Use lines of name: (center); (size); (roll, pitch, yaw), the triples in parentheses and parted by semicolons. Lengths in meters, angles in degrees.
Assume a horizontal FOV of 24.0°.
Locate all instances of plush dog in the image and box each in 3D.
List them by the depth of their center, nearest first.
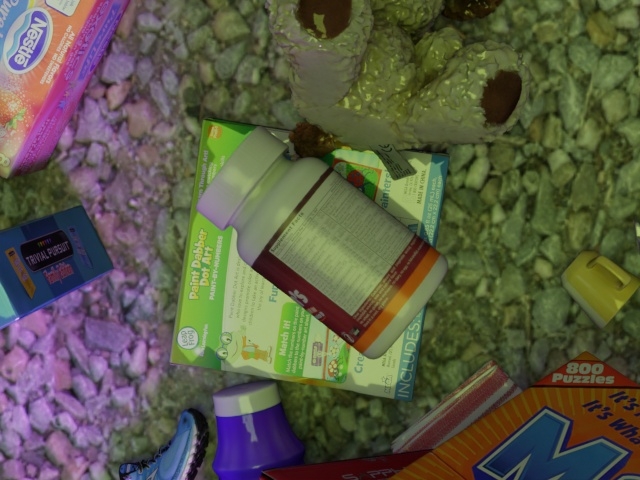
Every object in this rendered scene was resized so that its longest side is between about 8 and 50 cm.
plush dog: (0.052, -0.204, 1.405); (0.262, 0.210, 0.225); (22, 63, -21)

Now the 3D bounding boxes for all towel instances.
towel: (0.183, 0.235, 1.512); (0.144, 0.029, 0.197); (-41, 94, 8)

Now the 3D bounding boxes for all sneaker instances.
sneaker: (-0.169, 0.239, 1.526); (0.073, 0.063, 0.162); (29, 98, 5)

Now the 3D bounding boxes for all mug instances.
mug: (0.273, 0.038, 1.463); (0.064, 0.062, 0.078); (41, 129, 9)

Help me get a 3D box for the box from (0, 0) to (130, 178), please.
box: (-0.278, -0.226, 1.445); (0.154, 0.142, 0.300); (28, 98, 2)

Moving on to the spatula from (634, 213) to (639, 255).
spatula: (0.310, 0.069, 1.372); (0.019, 0.242, 0.168); (-10, 95, 11)

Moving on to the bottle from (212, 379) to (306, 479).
bottle: (-0.047, 0.283, 1.503); (0.118, 0.092, 0.283); (-11, 95, 0)

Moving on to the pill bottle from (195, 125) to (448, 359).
pill bottle: (0.000, 0.000, 1.402); (0.221, 0.121, 0.121); (38, 98, 1)

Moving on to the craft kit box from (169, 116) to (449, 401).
craft kit box: (-0.011, 0.018, 1.492); (0.246, 0.061, 0.250); (9, 97, 2)

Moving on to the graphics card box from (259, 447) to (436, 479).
graphics card box: (0.044, 0.392, 1.435); (0.232, 0.094, 0.371); (-2, 105, -33)

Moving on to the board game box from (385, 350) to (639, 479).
board game box: (0.226, 0.384, 1.239); (0.356, 0.356, 0.356); (-30, 126, -19)

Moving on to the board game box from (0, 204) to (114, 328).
board game box: (-0.354, 0.067, 1.386); (0.253, 0.336, 0.079); (-26, 93, 7)
